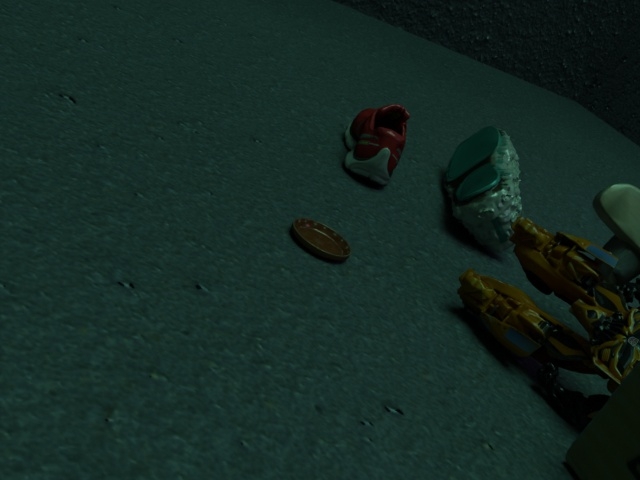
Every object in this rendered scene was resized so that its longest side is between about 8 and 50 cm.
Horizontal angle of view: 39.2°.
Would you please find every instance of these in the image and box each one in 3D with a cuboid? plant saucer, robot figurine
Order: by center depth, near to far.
[{"bbox_3d":[0.318,0.096,1.104,0.291,0.211,0.085,37,-12,40],"label":"robot figurine"},{"bbox_3d":[0.000,0.000,1.139,0.083,0.013,0.083,25,21,-11],"label":"plant saucer"}]

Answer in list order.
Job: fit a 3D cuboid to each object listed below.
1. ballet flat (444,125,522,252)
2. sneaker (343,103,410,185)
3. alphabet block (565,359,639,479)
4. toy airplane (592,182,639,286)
[{"bbox_3d":[0.298,-0.085,1.600,0.147,0.147,0.409,29,24,-2],"label":"ballet flat"},{"bbox_3d":[0.112,-0.184,1.544,0.107,0.118,0.279,27,22,-10],"label":"sneaker"},{"bbox_3d":[0.406,0.234,0.899,0.192,0.193,0.197,15,26,-29],"label":"alphabet block"},{"bbox_3d":[0.558,0.116,1.250,0.384,0.272,0.386,5,64,-25],"label":"toy airplane"}]
